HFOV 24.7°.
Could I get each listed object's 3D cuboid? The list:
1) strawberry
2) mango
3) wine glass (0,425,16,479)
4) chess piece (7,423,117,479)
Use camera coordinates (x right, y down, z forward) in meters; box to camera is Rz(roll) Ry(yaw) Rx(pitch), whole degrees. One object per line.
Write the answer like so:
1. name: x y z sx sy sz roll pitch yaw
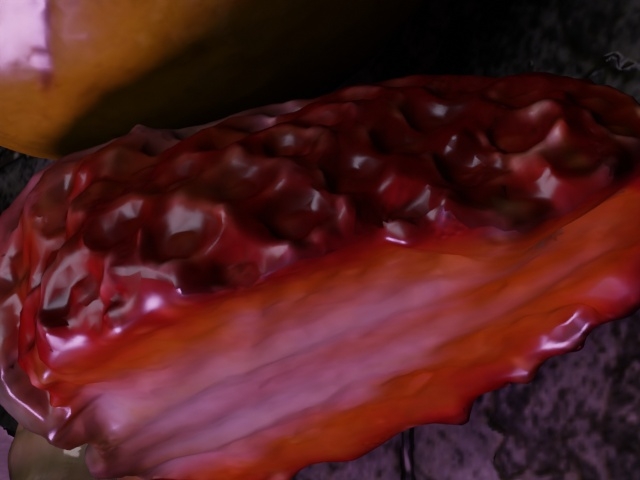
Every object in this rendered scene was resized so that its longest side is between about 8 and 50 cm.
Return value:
1. strawberry: 0.000 0.000 0.700 0.336 0.265 0.149 -23 60 17
2. mango: -0.027 -0.214 0.746 0.445 0.301 0.220 -27 34 -6
3. wine glass: -0.352 0.085 1.086 0.238 0.238 0.323 -53 49 23
4. chess piece: -0.121 0.104 0.860 0.137 0.137 0.300 -25 41 41
